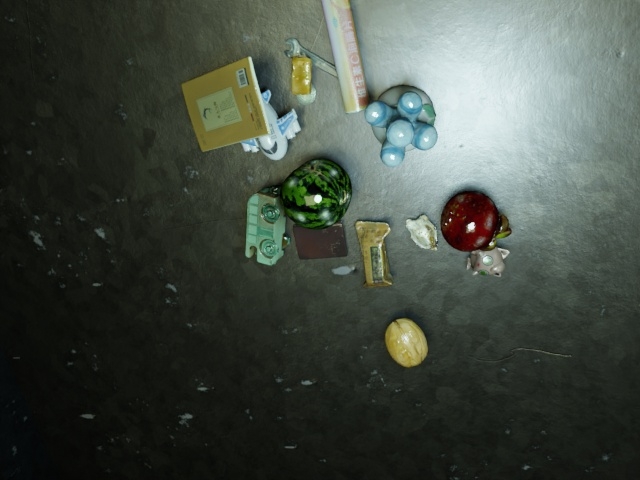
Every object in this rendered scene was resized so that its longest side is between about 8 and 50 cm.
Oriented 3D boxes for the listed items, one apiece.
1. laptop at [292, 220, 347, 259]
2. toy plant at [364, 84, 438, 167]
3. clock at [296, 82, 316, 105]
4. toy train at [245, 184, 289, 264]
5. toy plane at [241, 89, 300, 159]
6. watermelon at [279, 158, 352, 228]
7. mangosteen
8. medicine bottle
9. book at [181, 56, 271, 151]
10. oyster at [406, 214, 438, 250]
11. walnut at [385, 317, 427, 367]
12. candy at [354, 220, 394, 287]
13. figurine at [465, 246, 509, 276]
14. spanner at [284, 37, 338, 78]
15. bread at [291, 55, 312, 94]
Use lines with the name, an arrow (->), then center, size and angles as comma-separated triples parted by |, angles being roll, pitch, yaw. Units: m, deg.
laptop -> 0.000, 0.000, 2.074 | 0.207, 0.026, 0.154 | -5, 112, 17
toy plant -> 0.259, -0.372, 1.685 | 0.247, 0.332, 0.247 | 4, 111, 11
clock -> -0.052, -0.530, 1.876 | 0.074, 0.010, 0.083 | 7, 114, 11
toy train -> -0.208, -0.067, 2.045 | 0.159, 0.129, 0.327 | 13, 115, 16
toy plane -> -0.203, -0.419, 1.902 | 0.266, 0.123, 0.267 | 6, 116, 12
watermelon -> -0.016, -0.163, 1.878 | 0.268, 0.269, 0.269 | 5, 113, 12
mangosteen -> 0.547, -0.058, 1.816 | 0.257, 0.215, 0.215 | 14, 117, -17
medicine bottle -> 0.084, -0.643, 1.733 | 0.108, 0.108, 0.426 | -9, 107, 18
book -> -0.346, -0.477, 1.871 | 0.388, 0.032, 0.269 | -2, 109, 41
oyster -> 0.389, -0.024, 1.946 | 0.103, 0.051, 0.148 | -24, 89, 25
walnut -> 0.343, 0.411, 2.083 | 0.159, 0.159, 0.207 | -25, 103, 22
candy -> 0.213, 0.052, 2.002 | 0.143, 0.101, 0.272 | -3, 105, 22
figurine -> 0.604, 0.073, 1.890 | 0.138, 0.125, 0.125 | 14, 115, 7
spanner -> 0.006, -0.618, 1.822 | 0.301, 0.017, 0.071 | 28, 116, 3
bread -> -0.065, -0.577, 1.822 | 0.074, 0.053, 0.132 | 12, 120, 12
